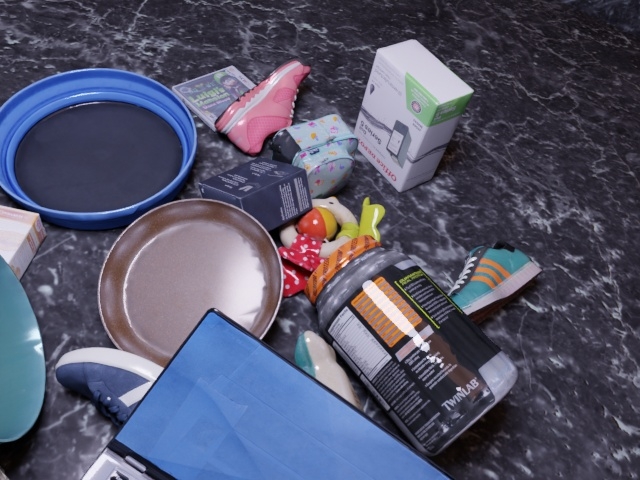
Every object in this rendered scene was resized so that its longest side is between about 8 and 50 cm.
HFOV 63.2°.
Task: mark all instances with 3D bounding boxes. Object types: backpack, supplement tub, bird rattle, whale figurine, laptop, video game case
[{"bbox_3d":[-0.005,-0.178,1.125,0.188,0.165,0.144,-33,68,-29],"label":"backpack"},{"bbox_3d":[0.138,0.162,0.870,0.207,0.207,0.338,-28,64,-30],"label":"supplement tub"},{"bbox_3d":[0.000,0.000,1.048,0.254,0.143,0.206,-23,49,-14],"label":"bird rattle"},{"bbox_3d":[-0.004,0.277,0.764,0.141,0.216,0.271,-20,64,7],"label":"whale figurine"},{"bbox_3d":[-0.102,0.367,0.553,0.382,0.236,0.407,37,57,-4],"label":"laptop"},{"bbox_3d":[-0.241,-0.359,1.301,0.190,0.022,0.173,-34,66,-33],"label":"video game case"}]

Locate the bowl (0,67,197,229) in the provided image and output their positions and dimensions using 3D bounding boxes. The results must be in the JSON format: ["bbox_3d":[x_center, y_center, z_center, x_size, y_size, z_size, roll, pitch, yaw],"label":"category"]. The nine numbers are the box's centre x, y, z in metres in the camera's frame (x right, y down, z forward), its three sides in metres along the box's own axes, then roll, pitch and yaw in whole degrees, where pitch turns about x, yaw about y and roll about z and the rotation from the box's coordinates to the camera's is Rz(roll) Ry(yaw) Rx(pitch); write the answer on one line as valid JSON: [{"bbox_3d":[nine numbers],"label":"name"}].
[{"bbox_3d":[-0.450,-0.190,1.059,0.392,0.077,0.390,5,57,-8],"label":"bowl"}]

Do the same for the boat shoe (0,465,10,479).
[{"bbox_3d":[-0.447,0.325,0.701,0.137,0.049,0.043,39,11,20],"label":"boat shoe"}]

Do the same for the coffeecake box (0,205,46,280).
[{"bbox_3d":[-0.583,0.026,0.881,0.143,0.068,0.185,13,51,-4],"label":"coffeecake box"}]

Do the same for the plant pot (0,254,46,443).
[{"bbox_3d":[-0.542,0.154,0.664,0.235,0.293,0.292,-19,58,-8],"label":"plant pot"}]

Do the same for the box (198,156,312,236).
[{"bbox_3d":[-0.128,-0.088,1.033,0.158,0.093,0.156,-29,33,-31],"label":"box"}]

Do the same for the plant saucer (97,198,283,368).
[{"bbox_3d":[-0.218,0.078,0.897,0.311,0.050,0.310,0,69,-1],"label":"plant saucer"}]

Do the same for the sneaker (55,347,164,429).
[{"bbox_3d":[-0.237,0.272,0.739,0.351,0.131,0.148,19,53,4],"label":"sneaker"}]

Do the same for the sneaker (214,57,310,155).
[{"bbox_3d":[-0.114,-0.317,1.254,0.136,0.116,0.314,50,60,-14],"label":"sneaker"}]

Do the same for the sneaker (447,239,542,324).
[{"bbox_3d":[0.313,0.087,1.044,0.302,0.108,0.121,-22,60,-37],"label":"sneaker"}]

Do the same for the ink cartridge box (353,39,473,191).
[{"bbox_3d":[0.196,-0.276,1.186,0.115,0.272,0.198,-26,62,-27],"label":"ink cartridge box"}]
